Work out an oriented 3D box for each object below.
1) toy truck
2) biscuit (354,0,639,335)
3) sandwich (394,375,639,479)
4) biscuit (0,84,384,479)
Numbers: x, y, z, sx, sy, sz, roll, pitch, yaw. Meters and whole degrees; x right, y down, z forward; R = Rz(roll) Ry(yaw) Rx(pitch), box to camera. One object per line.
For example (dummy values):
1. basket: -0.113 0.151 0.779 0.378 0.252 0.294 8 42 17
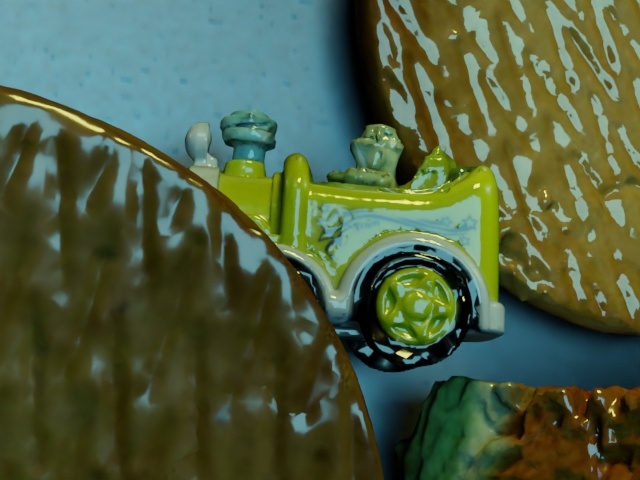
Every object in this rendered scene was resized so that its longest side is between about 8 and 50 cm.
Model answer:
1. toy truck: 0.000 0.000 0.421 0.111 0.076 0.077 4 83 -3
2. biscuit: 0.081 -0.063 0.483 0.144 0.033 0.224 -22 94 -19
3. sandwich: 0.136 0.088 0.426 0.185 0.160 0.109 13 62 -26
4. biscuit: -0.109 0.086 0.365 0.262 0.037 0.262 -1 99 -7
